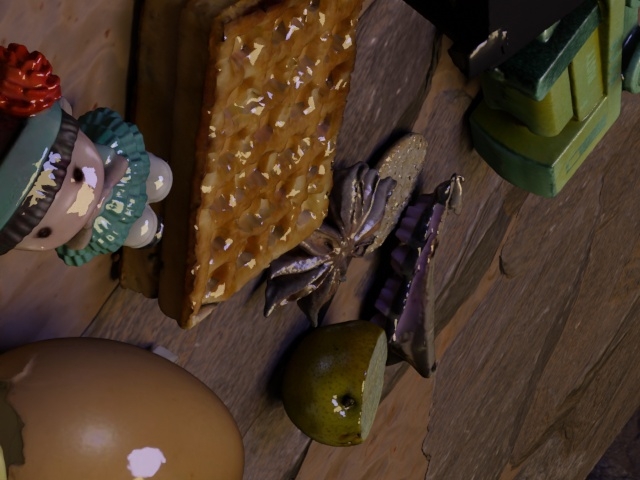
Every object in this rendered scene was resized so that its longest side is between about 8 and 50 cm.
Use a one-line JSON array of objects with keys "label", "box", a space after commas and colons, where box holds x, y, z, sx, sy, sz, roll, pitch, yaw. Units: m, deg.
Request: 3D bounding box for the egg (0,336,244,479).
[{"label": "egg", "box": [-0.171, 0.173, 1.263, 0.244, 0.201, 0.201, 0, 120, -31]}]

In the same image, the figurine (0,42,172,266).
[{"label": "figurine", "box": [-0.182, -0.052, 1.137, 0.245, 0.110, 0.138, 14, 94, -69]}]

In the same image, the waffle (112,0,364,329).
[{"label": "waffle", "box": [-0.063, -0.105, 1.337, 0.213, 0.091, 0.308, -38, 149, -43]}]

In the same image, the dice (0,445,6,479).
[{"label": "dice", "box": [-0.308, 0.160, 1.024, 0.166, 0.169, 0.169, -36, 147, -44]}]

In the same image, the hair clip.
[{"label": "hair clip", "box": [0.111, 0.043, 1.869, 0.106, 0.084, 0.292, -42, 150, -48]}]

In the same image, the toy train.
[{"label": "toy train", "box": [0.269, -0.219, 1.804, 0.253, 0.160, 0.397, -51, 159, -11]}]

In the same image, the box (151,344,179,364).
[{"label": "box", "box": [-0.185, 0.193, 1.456, 0.109, 0.029, 0.198, -50, 165, -78]}]

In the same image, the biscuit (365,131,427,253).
[{"label": "biscuit", "box": [0.069, -0.049, 1.759, 0.152, 0.020, 0.152, -50, 158, -29]}]

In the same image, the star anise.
[{"label": "star anise", "box": [0.000, 0.000, 1.624, 0.182, 0.065, 0.195, -57, 161, 2]}]

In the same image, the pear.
[{"label": "pear", "box": [0.011, 0.148, 1.765, 0.141, 0.104, 0.141, 9, 90, -82]}]

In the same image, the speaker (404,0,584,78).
[{"label": "speaker", "box": [0.157, -0.309, 1.372, 0.254, 0.184, 0.232, -38, 149, -18]}]
